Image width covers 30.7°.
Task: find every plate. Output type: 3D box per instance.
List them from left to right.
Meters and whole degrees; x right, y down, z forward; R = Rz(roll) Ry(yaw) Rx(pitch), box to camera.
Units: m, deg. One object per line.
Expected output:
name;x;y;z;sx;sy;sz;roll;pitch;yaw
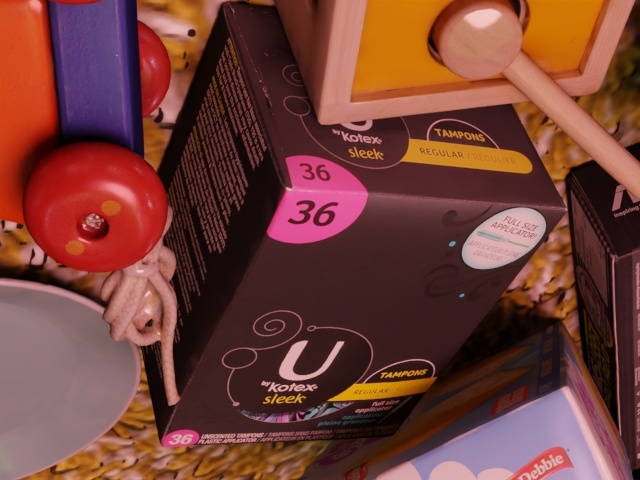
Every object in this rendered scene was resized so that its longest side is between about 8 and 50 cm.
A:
plate;-0.181;0.069;0.564;0.188;0.024;0.188;-12;143;-9

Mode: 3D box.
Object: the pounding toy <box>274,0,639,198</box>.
pounding toy;0.060;-0.089;0.403;0.130;0.100;0.141;-8;142;-14

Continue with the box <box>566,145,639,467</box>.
box;0.260;0.022;0.672;0.216;0.060;0.270;-21;144;2

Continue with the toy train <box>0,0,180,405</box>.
toy train;-0.120;-0.031;0.371;0.143;0.105;0.248;-1;127;-6

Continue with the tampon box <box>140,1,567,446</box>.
tampon box;0.000;0.000;0.489;0.120;0.101;0.161;2;139;-26

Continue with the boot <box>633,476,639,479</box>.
boot;0.256;0.195;0.898;0.206;0.090;0.248;-35;141;1

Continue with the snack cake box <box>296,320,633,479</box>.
snack cake box;0.074;0.123;0.587;0.152;0.089;0.264;-26;177;11
